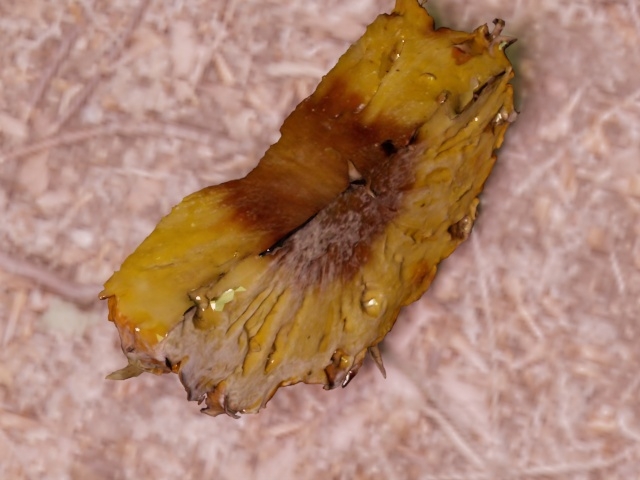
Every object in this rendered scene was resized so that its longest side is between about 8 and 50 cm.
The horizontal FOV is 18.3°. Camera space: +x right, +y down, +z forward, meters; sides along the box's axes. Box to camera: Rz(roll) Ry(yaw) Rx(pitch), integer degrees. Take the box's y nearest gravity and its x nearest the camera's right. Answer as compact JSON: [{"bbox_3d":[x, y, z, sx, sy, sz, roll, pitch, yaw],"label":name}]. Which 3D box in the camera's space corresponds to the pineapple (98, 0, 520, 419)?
[{"bbox_3d":[0.001,0.001,0.910,0.233,0.135,0.079,-42,53,-18],"label":"pineapple"}]
